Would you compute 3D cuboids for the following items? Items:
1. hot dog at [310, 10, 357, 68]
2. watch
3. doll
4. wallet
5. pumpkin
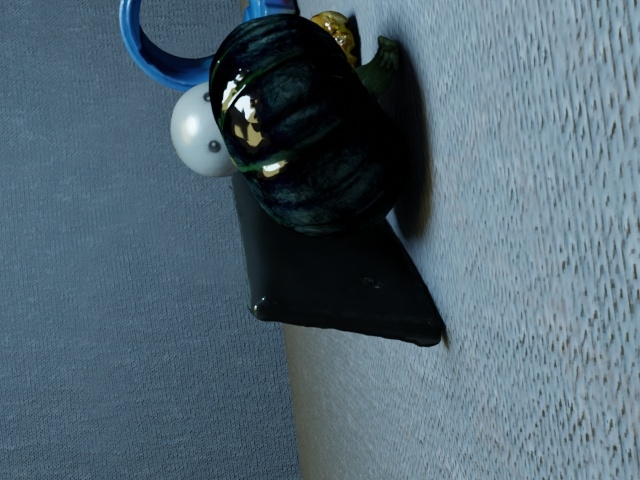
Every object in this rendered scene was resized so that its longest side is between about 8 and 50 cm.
[{"bbox_3d":[0.006,-0.199,0.870,0.165,0.045,0.071,-144,49,-81],"label":"hot dog"},{"bbox_3d":[-0.184,-0.395,1.294,0.241,0.275,0.305,-108,7,-60],"label":"watch"},{"bbox_3d":[-0.104,-0.150,1.164,0.251,0.221,0.220,144,119,-83],"label":"doll"},{"bbox_3d":[0.000,0.001,0.719,0.285,0.146,0.030,-110,27,-62],"label":"wallet"},{"bbox_3d":[-0.010,-0.091,0.669,0.194,0.150,0.194,171,90,-81],"label":"pumpkin"}]
